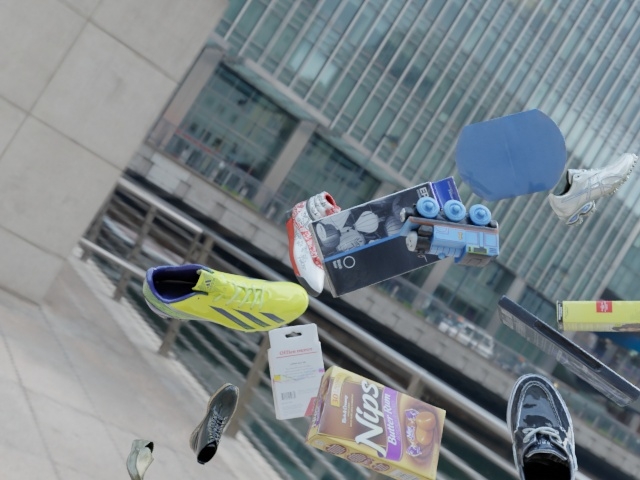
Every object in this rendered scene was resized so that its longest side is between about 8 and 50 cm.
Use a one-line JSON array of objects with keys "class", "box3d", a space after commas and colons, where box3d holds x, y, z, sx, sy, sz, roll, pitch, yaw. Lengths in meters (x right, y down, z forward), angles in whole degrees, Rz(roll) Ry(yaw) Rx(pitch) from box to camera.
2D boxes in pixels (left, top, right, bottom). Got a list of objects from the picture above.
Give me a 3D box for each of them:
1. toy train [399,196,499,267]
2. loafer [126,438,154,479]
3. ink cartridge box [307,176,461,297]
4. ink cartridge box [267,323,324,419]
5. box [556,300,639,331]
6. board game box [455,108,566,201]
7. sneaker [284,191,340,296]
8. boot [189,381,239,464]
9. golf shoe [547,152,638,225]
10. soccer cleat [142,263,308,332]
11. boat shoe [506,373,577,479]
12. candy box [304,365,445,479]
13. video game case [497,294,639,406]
[{"class": "toy train", "box3d": [0.231, -0.013, 1.430, 0.184, 0.105, 0.080, 8, -26, -10]}, {"class": "loafer", "box3d": [-0.422, 0.516, 1.883, 0.148, 0.050, 0.056, -106, 179, -63]}, {"class": "ink cartridge box", "box3d": [0.156, -0.013, 1.648, 0.065, 0.332, 0.165, 142, -73, -81]}, {"class": "ink cartridge box", "box3d": [-0.053, 0.292, 1.785, 0.115, 0.198, 0.067, -6, -9, -11]}, {"class": "box", "box3d": [0.682, 0.180, 1.892, 0.232, 0.058, 0.087, -1, -22, 20]}, {"class": "board game box", "box3d": [0.298, -0.136, 1.251, 0.033, 0.168, 0.133, -59, 133, -59]}, {"class": "sneaker", "box3d": [-0.001, -0.001, 1.998, 0.090, 0.145, 0.270, 38, 30, -46]}, {"class": "boot", "box3d": [-0.258, 0.468, 2.027, 0.076, 0.198, 0.137, 27, -2, -15]}, {"class": "golf shoe", "box3d": [0.493, -0.109, 1.452, 0.086, 0.176, 0.069, 47, 3, 2]}, {"class": "soccer cleat", "box3d": [-0.166, 0.094, 1.381, 0.289, 0.093, 0.121, 3, -34, 3]}, {"class": "boat shoe", "box3d": [0.358, 0.344, 1.284, 0.108, 0.301, 0.102, -2, -35, 12]}, {"class": "candy box", "box3d": [0.080, 0.265, 1.136, 0.186, 0.109, 0.053, 23, -35, -10]}, {"class": "video game case", "box3d": [0.440, 0.202, 1.439, 0.274, 0.026, 0.196, 36, -3, 20]}]
